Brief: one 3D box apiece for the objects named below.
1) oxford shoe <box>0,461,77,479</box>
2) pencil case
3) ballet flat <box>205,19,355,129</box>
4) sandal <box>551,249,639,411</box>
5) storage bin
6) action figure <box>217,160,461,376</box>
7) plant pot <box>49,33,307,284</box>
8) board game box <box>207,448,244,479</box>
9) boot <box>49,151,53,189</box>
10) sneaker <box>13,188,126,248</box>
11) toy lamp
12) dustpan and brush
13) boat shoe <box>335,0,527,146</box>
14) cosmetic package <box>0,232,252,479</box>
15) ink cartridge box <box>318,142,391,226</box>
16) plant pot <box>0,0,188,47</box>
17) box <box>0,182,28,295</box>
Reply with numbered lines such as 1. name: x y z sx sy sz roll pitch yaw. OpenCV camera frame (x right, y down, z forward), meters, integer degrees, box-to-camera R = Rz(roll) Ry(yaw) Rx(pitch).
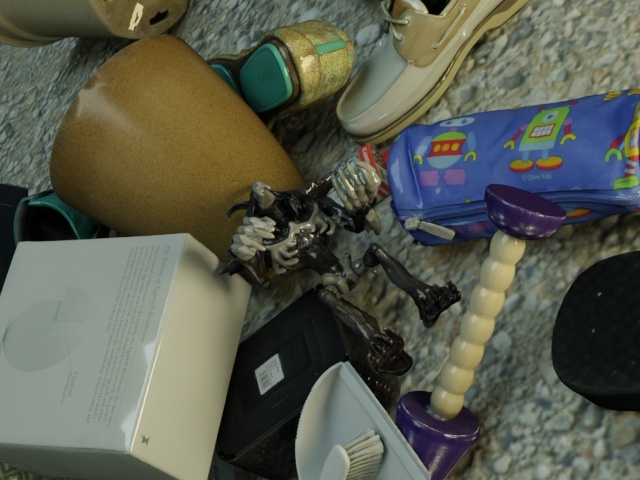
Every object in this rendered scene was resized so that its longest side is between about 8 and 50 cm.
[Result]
1. oxford shoe: -0.301 0.188 1.283 0.130 0.169 0.449 6 62 44
2. pencil case: 0.194 -0.061 0.981 0.306 0.119 0.133 -5 41 43
3. ballet flat: -0.061 -0.194 1.323 0.348 0.123 0.123 -8 57 65
4. sandal: 0.360 0.067 0.764 0.446 0.107 0.167 -3 62 58
5. storage bin: -0.022 0.147 1.091 0.180 0.084 0.122 -38 43 20
6. action figure: 0.000 0.000 1.016 0.164 0.141 0.276 -39 54 -18
7. plant pot: -0.133 -0.068 1.230 0.254 0.237 0.237 36 93 17
8. board game box: -0.121 0.252 1.170 0.090 0.020 0.090 -31 46 28
9. boot: -0.384 -0.061 1.600 0.086 0.069 0.190 -46 43 8
10. sneaker: -0.303 -0.058 1.414 0.295 0.124 0.178 -59 -4 6
11. toy lamp: 0.128 0.088 0.927 0.080 0.080 0.274 41 118 50
12. dustpan and brush: 0.010 0.232 0.997 0.147 0.060 0.211 53 143 29
13. boat shoe: 0.115 -0.241 1.194 0.302 0.103 0.113 -48 40 11
14. cosmetic package: -0.215 0.123 1.097 0.225 0.138 0.224 -3 62 30
15. ink cartridge box: 0.053 -0.072 1.202 0.115 0.029 0.062 -36 43 23
16. plant pot: -0.369 -0.444 1.681 0.306 0.334 0.333 20 80 38
17. box: -0.555 0.110 1.417 0.212 0.294 0.395 -39 49 40
